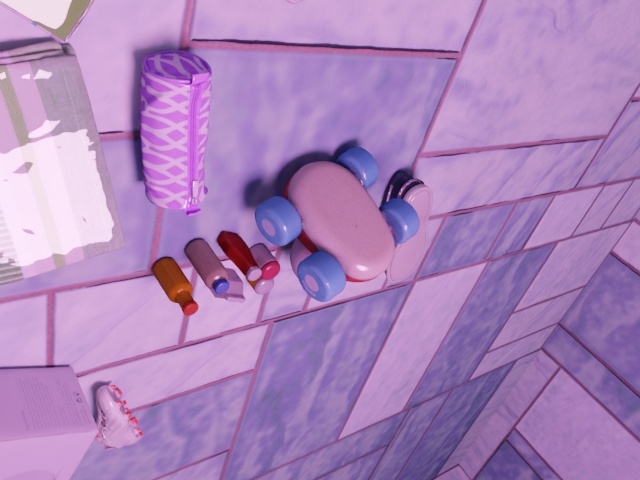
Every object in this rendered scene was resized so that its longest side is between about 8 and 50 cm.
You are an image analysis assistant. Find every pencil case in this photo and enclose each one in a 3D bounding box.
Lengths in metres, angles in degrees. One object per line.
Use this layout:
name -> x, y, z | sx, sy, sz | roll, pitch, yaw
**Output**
pencil case -> -0.178, -0.129, 0.737 | 0.086, 0.088, 0.206 | -20, 139, -30

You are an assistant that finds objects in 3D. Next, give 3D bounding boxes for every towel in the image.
towel -> -0.387, -0.055, 0.605 | 0.324, 0.038, 0.248 | -20, 120, -29

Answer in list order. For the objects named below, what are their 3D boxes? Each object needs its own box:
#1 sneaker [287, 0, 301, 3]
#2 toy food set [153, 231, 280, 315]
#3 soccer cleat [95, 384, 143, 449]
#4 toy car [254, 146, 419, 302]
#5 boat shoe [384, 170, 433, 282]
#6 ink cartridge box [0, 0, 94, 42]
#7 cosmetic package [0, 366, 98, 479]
sneaker -> 0.002, -0.345, 0.687 | 0.297, 0.111, 0.129 | -10, 150, -32
toy food set -> -0.140, 0.063, 0.962 | 0.232, 0.104, 0.111 | 15, 117, -50
soccer cleat -> -0.375, 0.326, 1.060 | 0.076, 0.068, 0.196 | -23, 144, -19
toy car -> 0.000, 0.000, 1.004 | 0.219, 0.210, 0.238 | -35, 175, -32
boat shoe -> 0.157, -0.022, 1.176 | 0.095, 0.079, 0.255 | -23, 139, -20
ink cartridge box -> -0.294, -0.257, 0.471 | 0.062, 0.109, 0.209 | -49, 144, 10
cosmetic package -> -0.493, 0.312, 0.867 | 0.224, 0.138, 0.224 | 11, 120, -50
